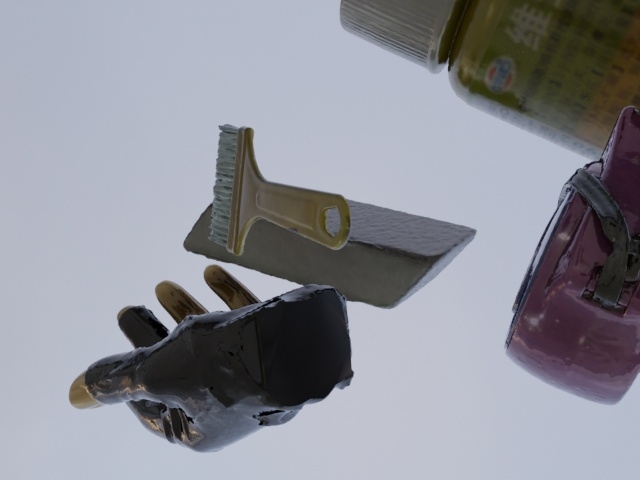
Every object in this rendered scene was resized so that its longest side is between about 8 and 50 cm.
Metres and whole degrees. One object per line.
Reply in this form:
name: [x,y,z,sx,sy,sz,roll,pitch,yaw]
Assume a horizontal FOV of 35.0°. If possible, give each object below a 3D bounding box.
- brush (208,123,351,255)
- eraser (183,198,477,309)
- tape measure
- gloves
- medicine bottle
brush: [-0.029,-0.023,0.609,0.205,0.011,0.083,-158,-106,-64]
eraser: [0.000,0.001,1.179,0.352,0.111,0.077,14,-65,31]
tape measure: [0.138,0.014,0.479,0.074,0.125,0.118,23,-121,14]
gloves: [-0.111,0.112,0.920,0.301,0.197,0.152,9,-71,50]
medicine bottle: [0.230,-0.230,1.059,0.384,0.224,0.224,25,-81,9]
